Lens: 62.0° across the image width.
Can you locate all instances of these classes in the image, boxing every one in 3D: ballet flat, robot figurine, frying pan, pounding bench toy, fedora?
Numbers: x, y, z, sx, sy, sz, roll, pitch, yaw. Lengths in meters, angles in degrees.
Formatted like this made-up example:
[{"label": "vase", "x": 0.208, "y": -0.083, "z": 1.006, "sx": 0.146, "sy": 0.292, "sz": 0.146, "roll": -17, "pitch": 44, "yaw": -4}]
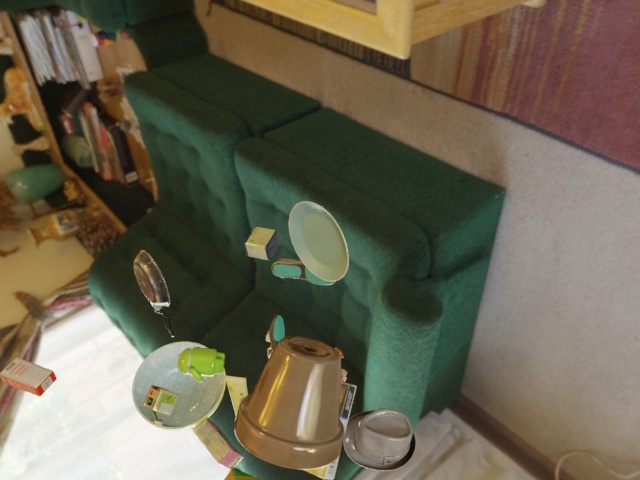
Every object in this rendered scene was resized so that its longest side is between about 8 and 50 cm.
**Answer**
[{"label": "ballet flat", "x": -0.044, "y": 0.086, "z": 1.626, "sx": 0.213, "sy": 0.068, "sz": 0.072, "roll": 7, "pitch": 115, "yaw": 18}, {"label": "robot figurine", "x": -0.292, "y": 0.295, "z": 1.295, "sx": 0.101, "sy": 0.115, "sz": 0.067, "roll": -102, "pitch": 19, "yaw": -65}, {"label": "frying pan", "x": -0.547, "y": 0.168, "z": 1.728, "sx": 0.197, "sy": 0.053, "sz": 0.326, "roll": 46, "pitch": 143, "yaw": 26}, {"label": "pounding bench toy", "x": -0.398, "y": 0.405, "z": 1.306, "sx": 0.052, "sy": 0.083, "sz": 0.065, "roll": 33, "pitch": 157, "yaw": -36}, {"label": "ballet flat", "x": -0.164, "y": 0.371, "z": 1.910, "sx": 0.074, "sy": 0.074, "sz": 0.203, "roll": 134, "pitch": 131, "yaw": -59}, {"label": "fedora", "x": 0.227, "y": 0.705, "z": 1.958, "sx": 0.275, "sy": 0.244, "sz": 0.124, "roll": 9, "pitch": 128, "yaw": -3}]

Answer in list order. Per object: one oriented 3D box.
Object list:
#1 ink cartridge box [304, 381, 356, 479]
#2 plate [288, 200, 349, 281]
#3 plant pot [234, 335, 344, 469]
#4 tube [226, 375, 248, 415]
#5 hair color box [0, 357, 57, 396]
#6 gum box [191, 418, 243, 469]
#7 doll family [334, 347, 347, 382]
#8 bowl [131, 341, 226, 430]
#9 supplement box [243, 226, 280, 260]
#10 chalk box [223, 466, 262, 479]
[{"label": "ink cartridge box", "x": -0.051, "y": 0.608, "z": 1.820, "sx": 0.307, "sy": 0.304, "sz": 0.072, "roll": 5, "pitch": 163, "yaw": 35}, {"label": "plate", "x": 0.000, "y": 0.000, "z": 1.157, "sx": 0.188, "sy": 0.024, "sz": 0.188, "roll": 29, "pitch": 133, "yaw": 37}, {"label": "plant pot", "x": -0.049, "y": 0.355, "z": 1.239, "sx": 0.263, "sy": 0.263, "sz": 0.229, "roll": 22, "pitch": 100, "yaw": 46}, {"label": "tube", "x": -0.315, "y": 0.630, "z": 2.092, "sx": 0.062, "sy": 0.070, "sz": 0.240, "roll": -138, "pitch": 37, "yaw": -58}, {"label": "hair color box", "x": -0.866, "y": 0.404, "z": 1.580, "sx": 0.141, "sy": 0.072, "sz": 0.043, "roll": 14, "pitch": 130, "yaw": 16}, {"label": "gum box", "x": -0.362, "y": 0.695, "z": 1.844, "sx": 0.188, "sy": 0.062, "sz": 0.107, "roll": 36, "pitch": 163, "yaw": 34}, {"label": "doll family", "x": 0.001, "y": 0.472, "z": 2.062, "sx": 0.263, "sy": 0.163, "sz": 0.118, "roll": 16, "pitch": 129, "yaw": 58}, {"label": "bowl", "x": -0.450, "y": 0.493, "z": 1.736, "sx": 0.289, "sy": 0.289, "sz": 0.156, "roll": 44, "pitch": 151, "yaw": 25}, {"label": "supplement box", "x": -0.183, "y": 0.009, "z": 1.664, "sx": 0.083, "sy": 0.083, "sz": 0.056, "roll": 10, "pitch": 135, "yaw": 18}, {"label": "chalk box", "x": -0.159, "y": 0.780, "z": 1.422, "sx": 0.289, "sy": 0.180, "sz": 0.179, "roll": 35, "pitch": -174, "yaw": -19}]
